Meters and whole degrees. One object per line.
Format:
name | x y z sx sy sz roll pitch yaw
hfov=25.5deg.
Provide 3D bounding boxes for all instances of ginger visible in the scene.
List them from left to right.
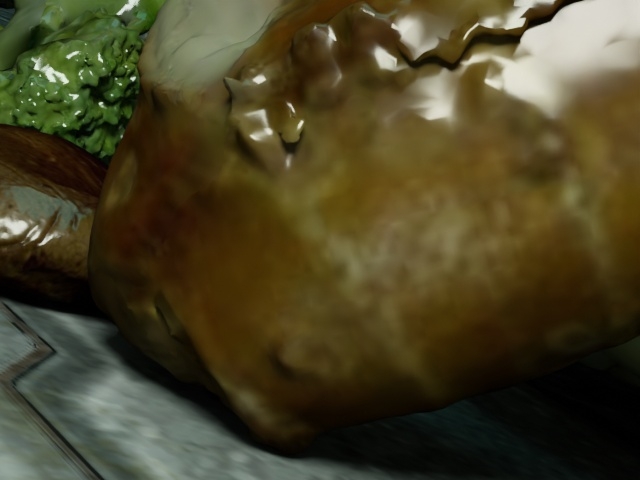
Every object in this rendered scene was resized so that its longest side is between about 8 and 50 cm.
ginger | 0.106 -0.091 0.430 0.418 0.254 0.176 -19 20 9

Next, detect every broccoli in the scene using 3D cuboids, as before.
broccoli | -0.152 -0.148 0.699 0.302 0.186 0.254 7 52 -5

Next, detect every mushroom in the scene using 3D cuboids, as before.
mushroom | -0.109 -0.012 0.529 0.123 0.052 0.123 17 10 -3

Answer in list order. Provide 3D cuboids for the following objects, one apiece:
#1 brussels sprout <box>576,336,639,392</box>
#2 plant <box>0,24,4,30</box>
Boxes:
brussels sprout | 0.260 -0.081 0.716 0.342 0.361 0.425 17 1 16
plant | -0.388 -0.255 1.062 0.261 0.297 0.306 -10 27 -1
